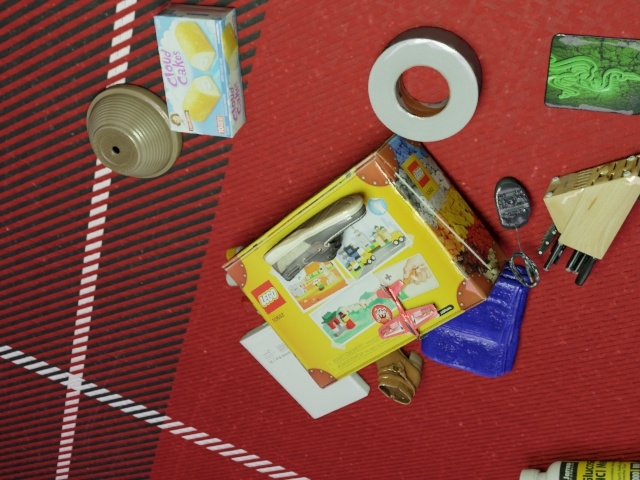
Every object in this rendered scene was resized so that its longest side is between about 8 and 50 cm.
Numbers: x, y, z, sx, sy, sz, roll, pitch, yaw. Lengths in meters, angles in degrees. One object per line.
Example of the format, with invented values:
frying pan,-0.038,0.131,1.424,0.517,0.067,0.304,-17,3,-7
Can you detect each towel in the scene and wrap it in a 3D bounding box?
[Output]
towel,0.356,0.181,1.963,0.228,0.076,0.308,11,126,12

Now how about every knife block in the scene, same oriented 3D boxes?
knife block,0.569,-0.025,1.719,0.276,0.088,0.242,-16,115,37

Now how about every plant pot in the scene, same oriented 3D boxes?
plant pot,-0.448,-0.234,1.951,0.238,0.109,0.237,9,125,14

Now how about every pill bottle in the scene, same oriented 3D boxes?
pill bottle,0.674,0.644,2.097,0.334,0.188,0.187,-6,121,23

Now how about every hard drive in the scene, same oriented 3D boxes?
hard drive,-0.042,0.329,2.235,0.203,0.040,0.307,-31,109,34

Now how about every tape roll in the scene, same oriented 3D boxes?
tape roll,0.209,-0.310,1.680,0.219,0.072,0.219,10,126,14

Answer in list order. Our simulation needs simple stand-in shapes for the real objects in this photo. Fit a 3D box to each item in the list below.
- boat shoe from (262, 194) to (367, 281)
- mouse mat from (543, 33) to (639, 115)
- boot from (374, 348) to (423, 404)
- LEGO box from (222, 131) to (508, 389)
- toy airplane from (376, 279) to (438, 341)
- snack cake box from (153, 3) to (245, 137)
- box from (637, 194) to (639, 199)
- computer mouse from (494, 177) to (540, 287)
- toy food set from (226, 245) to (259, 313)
boat shoe,0.000,0.000,1.704,0.285,0.103,0.092,-32,102,38
mouse mat,0.528,-0.314,1.601,0.190,0.007,0.152,8,126,16
boot,0.157,0.310,2.077,0.197,0.152,0.073,23,128,4
LEGO box,0.089,0.051,1.860,0.500,0.193,0.372,-35,96,35
toy airplane,0.165,0.145,1.733,0.151,0.028,0.151,10,118,21
snack cake box,-0.254,-0.362,1.803,0.152,0.089,0.264,7,125,15
box,0.697,-0.140,1.645,0.116,0.029,0.162,12,128,12
computer mouse,0.419,-0.017,1.789,0.071,0.041,0.242,-12,98,10
toy food set,-0.134,0.108,2.044,0.105,0.111,0.232,-8,133,31
